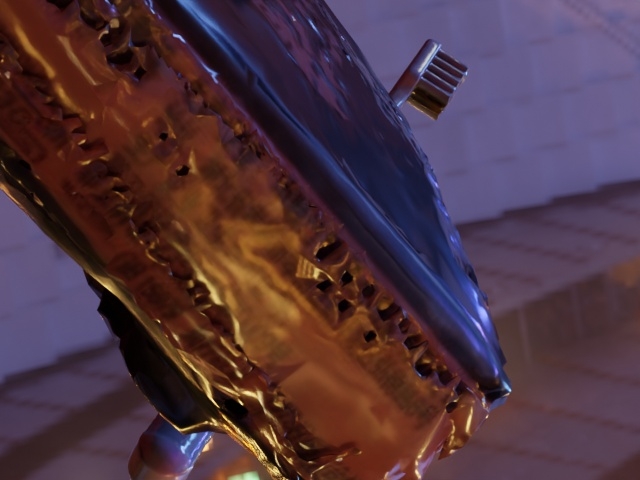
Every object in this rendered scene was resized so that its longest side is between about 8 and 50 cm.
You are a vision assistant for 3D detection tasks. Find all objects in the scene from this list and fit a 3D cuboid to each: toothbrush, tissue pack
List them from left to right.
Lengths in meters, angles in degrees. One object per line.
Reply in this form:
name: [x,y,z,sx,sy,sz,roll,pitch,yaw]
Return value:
tissue pack: [-0.077,-0.078,0.628,0.123,0.332,0.245,-33,-150,12]
toothbrush: [-0.002,-0.001,0.852,0.030,0.025,0.342,33,-139,3]
